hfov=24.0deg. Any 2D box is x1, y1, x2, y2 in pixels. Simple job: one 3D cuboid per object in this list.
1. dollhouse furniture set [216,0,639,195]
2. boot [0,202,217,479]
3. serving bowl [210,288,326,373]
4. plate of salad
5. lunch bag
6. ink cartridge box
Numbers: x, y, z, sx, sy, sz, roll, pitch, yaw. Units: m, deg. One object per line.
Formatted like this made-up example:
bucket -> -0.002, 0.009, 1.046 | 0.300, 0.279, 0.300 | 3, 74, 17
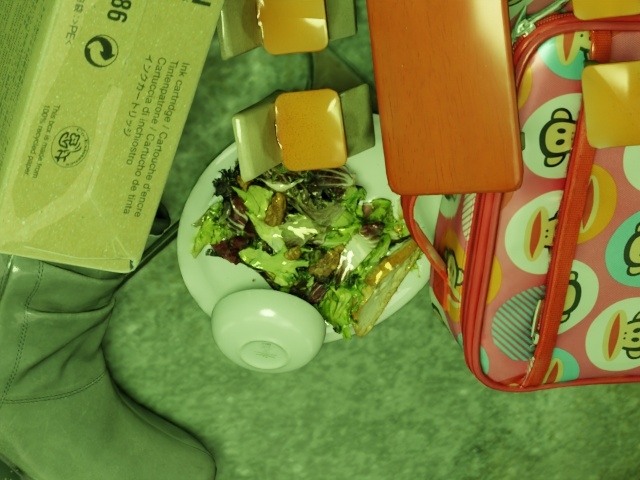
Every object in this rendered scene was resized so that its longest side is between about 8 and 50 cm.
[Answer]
dollhouse furniture set -> 0.064, -0.152, 0.854 | 0.262, 0.135, 0.259 | -3, 104, 19
boot -> -0.162, 0.062, 1.016 | 0.338, 0.118, 0.222 | 27, 108, -34
serving bowl -> -0.038, 0.070, 1.067 | 0.083, 0.027, 0.083 | 5, 140, 4
plate of salad -> 0.000, 0.000, 1.054 | 0.200, 0.048, 0.199 | -7, 126, -10
lunch bag -> 0.183, -0.040, 1.035 | 0.258, 0.120, 0.293 | -2, 120, -13
ink cartridge box -> -0.129, -0.129, 0.817 | 0.088, 0.193, 0.234 | 10, 111, -27
